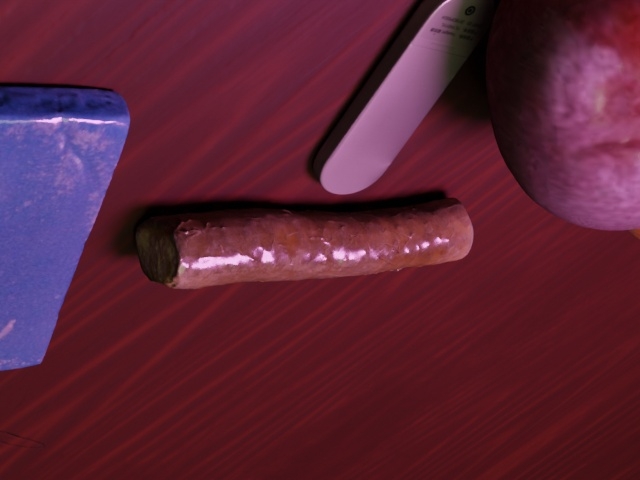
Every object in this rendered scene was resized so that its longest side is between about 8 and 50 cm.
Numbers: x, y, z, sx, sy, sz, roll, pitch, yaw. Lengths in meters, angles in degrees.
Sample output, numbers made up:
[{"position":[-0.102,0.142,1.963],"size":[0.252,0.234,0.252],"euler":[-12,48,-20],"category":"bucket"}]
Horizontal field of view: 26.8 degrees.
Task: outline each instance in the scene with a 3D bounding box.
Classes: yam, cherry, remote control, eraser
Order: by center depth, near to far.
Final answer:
[{"position":[-0.267,0.002,1.120],"size":[0.144,0.042,0.312],"euler":[-2,137,-33],"category":"eraser"},{"position":[0.269,-0.142,1.165],"size":[0.261,0.221,0.307],"euler":[-25,126,15],"category":"cherry"},{"position":[0.073,-0.134,1.208],"size":[0.077,0.022,0.245],"euler":[4,133,-41],"category":"remote control"},{"position":[0.000,0.000,1.280],"size":[0.357,0.081,0.081],"euler":[-6,139,-31],"category":"yam"}]

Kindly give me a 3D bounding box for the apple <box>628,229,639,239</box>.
[{"position":[0.381,-0.088,1.356],"size":[0.209,0.164,0.209],"euler":[-19,141,-16],"category":"apple"}]
